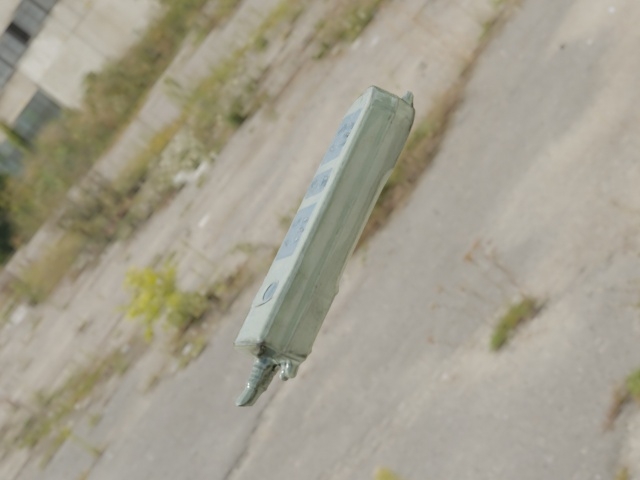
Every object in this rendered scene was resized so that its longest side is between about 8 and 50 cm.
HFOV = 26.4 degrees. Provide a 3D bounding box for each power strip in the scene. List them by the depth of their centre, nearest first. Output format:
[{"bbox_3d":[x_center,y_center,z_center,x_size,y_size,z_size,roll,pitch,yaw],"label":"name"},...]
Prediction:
[{"bbox_3d":[0.000,0.000,0.701,0.191,0.030,0.047,-64,15,-16],"label":"power strip"}]
